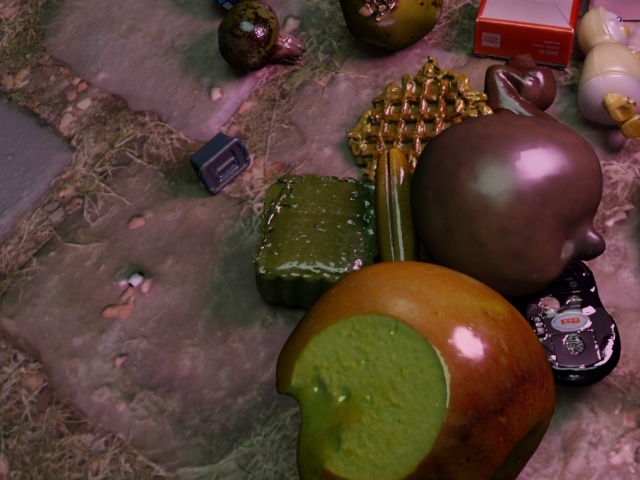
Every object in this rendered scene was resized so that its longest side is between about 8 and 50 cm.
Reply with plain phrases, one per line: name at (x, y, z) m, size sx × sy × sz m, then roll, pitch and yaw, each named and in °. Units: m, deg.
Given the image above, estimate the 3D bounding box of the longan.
longan at (0.280, -0.054, 1.348) m, size 0.300 × 0.243 × 0.300 m, roll 0°, pitch 74°, yaw 1°

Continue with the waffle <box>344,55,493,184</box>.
waffle at (0.169, -0.181, 1.545) m, size 0.245 × 0.052 × 0.254 m, roll -45°, pitch 53°, yaw 11°

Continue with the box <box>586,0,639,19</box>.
box at (0.627, -0.520, 1.704) m, size 0.252 × 0.106 × 0.203 m, roll 1°, pitch 62°, yaw 6°

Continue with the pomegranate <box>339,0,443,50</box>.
pomegranate at (0.121, -0.431, 1.655) m, size 0.198 × 0.198 × 0.246 m, roll 12°, pitch 47°, yaw 13°

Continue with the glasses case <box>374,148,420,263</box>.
glasses case at (0.120, -0.028, 1.409) m, size 0.064 × 0.079 × 0.234 m, roll -10°, pitch 71°, yaw 22°

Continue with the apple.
apple at (0.107, 0.208, 1.208) m, size 0.384 × 0.374 × 0.374 m, roll -38°, pitch 63°, yaw -22°

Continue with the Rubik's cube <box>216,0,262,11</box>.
Rubik's cube at (-0.165, -0.508, 1.781) m, size 0.133 × 0.133 × 0.112 m, roll 44°, pitch 99°, yaw 25°

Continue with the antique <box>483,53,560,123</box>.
antique at (0.349, -0.199, 1.545) m, size 0.143 × 0.121 × 0.257 m, roll -4°, pitch 62°, yaw 4°

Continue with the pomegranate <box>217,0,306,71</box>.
pomegranate at (-0.118, -0.372, 1.710) m, size 0.125 × 0.163 × 0.138 m, roll -31°, pitch 35°, yaw 33°

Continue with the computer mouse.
computer mouse at (0.367, 0.129, 1.371) m, size 0.137 × 0.096 × 0.233 m, roll -2°, pitch 49°, yaw 3°

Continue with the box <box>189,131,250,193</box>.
box at (-0.180, -0.140, 1.601) m, size 0.099 × 0.074 × 0.054 m, roll -42°, pitch 51°, yaw -17°

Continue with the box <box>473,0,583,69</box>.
box at (0.383, -0.402, 1.671) m, size 0.182 × 0.099 × 0.133 m, roll 9°, pitch 59°, yaw 13°

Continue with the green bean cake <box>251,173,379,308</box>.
green bean cake at (0.000, 0.000, 1.473) m, size 0.200 × 0.113 × 0.214 m, roll 4°, pitch 58°, yaw 5°

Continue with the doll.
doll at (0.509, -0.310, 1.585) m, size 0.117 × 0.141 × 0.296 m, roll -21°, pitch 48°, yaw 40°
